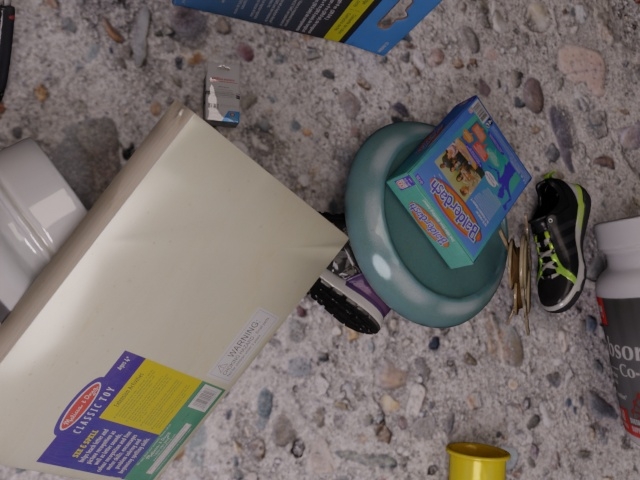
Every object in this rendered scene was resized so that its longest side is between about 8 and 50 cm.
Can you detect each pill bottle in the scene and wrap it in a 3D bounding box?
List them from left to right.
[{"bbox_3d":[-0.418,0.055,0.641,0.361,0.204,0.204,-36,97,-20],"label":"pill bottle"},{"bbox_3d":[0.565,0.134,0.975,0.210,0.210,0.363,-11,87,-20],"label":"pill bottle"}]

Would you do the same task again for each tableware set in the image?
[{"bbox_3d":[0.296,0.058,0.925,0.039,0.194,0.128,1,64,22],"label":"tableware set"}]

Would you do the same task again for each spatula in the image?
[{"bbox_3d":[-0.373,-0.300,0.711,0.030,0.084,0.297,11,111,-5],"label":"spatula"}]

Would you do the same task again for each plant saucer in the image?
[{"bbox_3d":[0.176,-0.031,0.900,0.317,0.043,0.318,8,74,-32],"label":"plant saucer"}]

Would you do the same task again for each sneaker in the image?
[{"bbox_3d":[0.000,0.000,0.860,0.283,0.107,0.124,43,63,-18],"label":"sneaker"},{"bbox_3d":[0.369,0.000,0.990,0.097,0.084,0.235,21,68,-20],"label":"sneaker"}]

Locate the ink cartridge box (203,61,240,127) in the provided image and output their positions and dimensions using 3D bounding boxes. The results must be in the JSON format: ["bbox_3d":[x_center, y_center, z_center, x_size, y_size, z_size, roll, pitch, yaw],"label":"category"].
[{"bbox_3d":[-0.139,-0.204,0.857,0.048,0.028,0.083,3,84,-19],"label":"ink cartridge box"}]

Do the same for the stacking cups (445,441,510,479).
[{"bbox_3d":[0.217,0.464,0.884,0.096,0.096,0.316,8,83,-18],"label":"stacking cups"}]

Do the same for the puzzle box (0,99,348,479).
[{"bbox_3d":[-0.178,0.087,0.673,0.409,0.052,0.272,-51,135,1],"label":"puzzle box"}]

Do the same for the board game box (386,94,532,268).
[{"bbox_3d":[0.206,-0.087,0.878,0.160,0.047,0.210,52,56,-13],"label":"board game box"}]

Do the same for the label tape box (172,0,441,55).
[{"bbox_3d":[-0.012,-0.376,0.809,0.333,0.240,0.106,7,80,-19],"label":"label tape box"}]
